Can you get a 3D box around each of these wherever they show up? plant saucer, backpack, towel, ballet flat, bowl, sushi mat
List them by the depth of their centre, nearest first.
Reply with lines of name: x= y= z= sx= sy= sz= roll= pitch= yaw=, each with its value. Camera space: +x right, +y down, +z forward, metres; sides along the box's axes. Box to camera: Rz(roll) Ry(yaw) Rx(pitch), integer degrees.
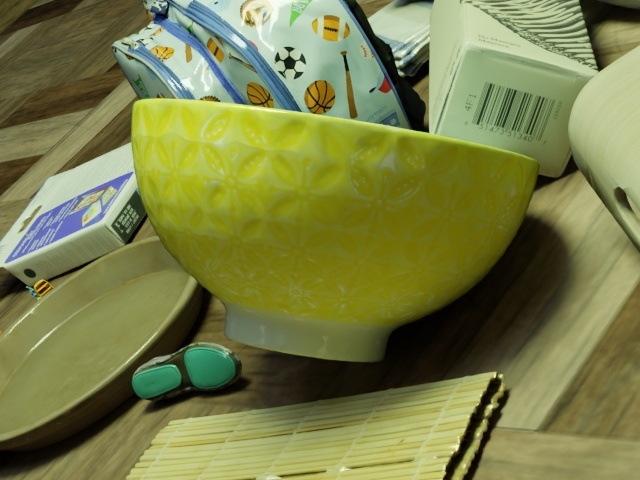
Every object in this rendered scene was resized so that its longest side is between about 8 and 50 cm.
sushi mat: x=-0.029 y=0.159 z=0.915 sx=0.316 sy=0.019 sz=0.151 roll=-14 pitch=32 yaw=41
bowl: x=0.000 y=0.000 z=0.971 sx=0.289 sy=0.289 sz=0.156 roll=10 pitch=92 yaw=59
ballet flat: x=-0.101 y=0.102 z=1.105 sx=0.114 sy=0.041 sz=0.041 roll=-16 pitch=30 yaw=35
backpack: x=-0.043 y=-0.141 z=1.232 sx=0.213 sy=0.276 sz=0.263 roll=-47 pitch=32 yaw=-14
plant saucer: x=-0.216 y=0.097 z=1.262 sx=0.278 sy=0.041 sz=0.278 roll=-28 pitch=23 yaw=13
towel: x=0.165 y=-0.271 z=1.471 sx=0.285 sy=0.034 sz=0.209 roll=-35 pitch=21 yaw=-5

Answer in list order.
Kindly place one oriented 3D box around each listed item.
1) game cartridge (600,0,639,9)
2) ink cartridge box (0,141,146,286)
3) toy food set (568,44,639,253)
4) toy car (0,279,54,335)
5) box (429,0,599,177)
game cartridge: x=0.264 y=-0.329 z=1.272 sx=0.196 sy=0.060 sz=0.294 roll=-68 pitch=27 yaw=21
ink cartridge box: x=-0.271 y=-0.035 z=1.583 sx=0.208 sy=0.045 sz=0.206 roll=-19 pitch=28 yaw=31
toy food set: x=0.321 y=-0.076 z=0.817 sx=0.306 sy=0.092 sz=0.219 roll=-33 pitch=40 yaw=8
toy car: x=-0.337 y=0.072 z=1.470 sx=0.122 sy=0.040 sz=0.060 roll=-36 pitch=23 yaw=-1
box: x=0.154 y=-0.163 z=1.145 sx=0.275 sy=0.113 sz=0.094 roll=-85 pitch=10 yaw=-59
